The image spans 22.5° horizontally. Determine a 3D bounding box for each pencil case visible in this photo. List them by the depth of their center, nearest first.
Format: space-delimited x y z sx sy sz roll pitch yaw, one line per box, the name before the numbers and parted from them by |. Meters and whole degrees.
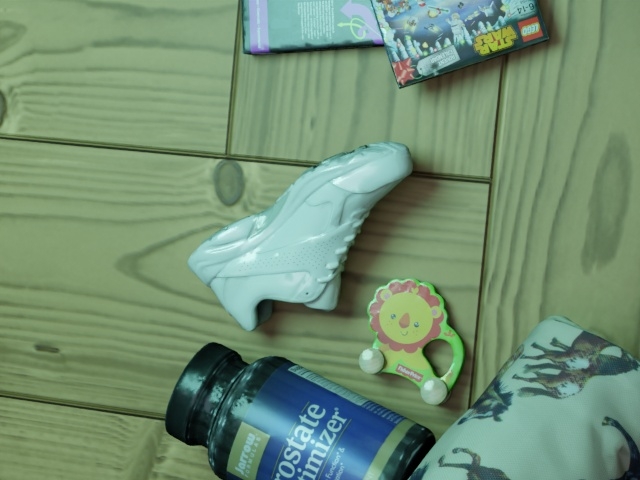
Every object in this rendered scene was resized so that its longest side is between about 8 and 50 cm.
pencil case | 0.132 0.251 1.237 0.183 0.160 0.410 47 60 -6

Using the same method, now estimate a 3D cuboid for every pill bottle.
pill bottle | -0.020 0.176 1.409 0.219 0.123 0.122 24 98 17

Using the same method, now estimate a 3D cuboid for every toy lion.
toy lion | 0.085 0.085 1.426 0.100 0.034 0.096 26 91 15

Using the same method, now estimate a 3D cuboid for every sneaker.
sneaker | 0.000 0.000 1.428 0.232 0.090 0.115 -34 88 24

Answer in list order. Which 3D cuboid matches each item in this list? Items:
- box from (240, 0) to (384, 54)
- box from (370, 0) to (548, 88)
box | 0.007 -0.228 1.441 0.162 0.029 0.116 -1 92 18
box | 0.118 -0.196 1.390 0.137 0.027 0.094 -18 91 3
